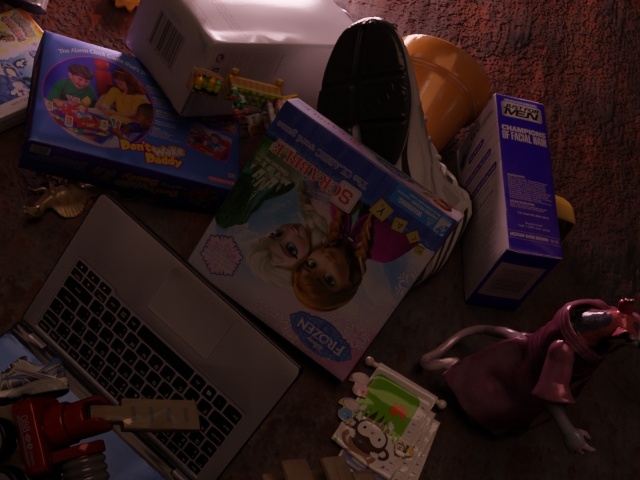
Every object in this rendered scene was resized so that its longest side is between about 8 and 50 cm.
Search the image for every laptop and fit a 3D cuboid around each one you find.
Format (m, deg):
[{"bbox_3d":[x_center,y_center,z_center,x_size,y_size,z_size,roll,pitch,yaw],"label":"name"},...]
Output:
[{"bbox_3d":[-0.312,0.218,1.335,0.382,0.408,0.236,41,21,10],"label":"laptop"}]

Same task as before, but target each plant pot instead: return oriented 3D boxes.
[{"bbox_3d":[0.182,-0.239,1.829,0.205,0.205,0.188,29,69,2],"label":"plant pot"},{"bbox_3d":[0.420,-0.044,1.839,0.082,0.081,0.083,22,44,-3],"label":"plant pot"}]

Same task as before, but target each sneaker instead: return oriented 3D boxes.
[{"bbox_3d":[0.135,-0.143,1.683,0.257,0.169,0.447,-12,98,-58],"label":"sneaker"},{"bbox_3d":[-0.401,0.185,1.318,0.135,0.052,0.058,-7,67,-6],"label":"sneaker"}]

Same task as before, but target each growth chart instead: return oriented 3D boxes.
[{"bbox_3d":[0.100,0.302,1.539,0.172,0.021,0.237,24,53,0],"label":"growth chart"}]

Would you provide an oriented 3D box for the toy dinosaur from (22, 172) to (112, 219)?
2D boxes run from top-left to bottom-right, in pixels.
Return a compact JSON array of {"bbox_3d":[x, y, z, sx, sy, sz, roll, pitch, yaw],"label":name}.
[{"bbox_3d":[-0.407,-0.083,1.619,0.183,0.053,0.092,-19,80,-29],"label":"toy dinosaur"}]

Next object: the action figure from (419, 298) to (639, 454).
[{"bbox_3d":[0.364,0.159,1.501,0.248,0.370,0.275,-35,75,-32],"label":"action figure"}]

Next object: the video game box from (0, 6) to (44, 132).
[{"bbox_3d":[-0.537,-0.294,1.707,0.187,0.048,0.205,-31,72,-35],"label":"video game box"}]

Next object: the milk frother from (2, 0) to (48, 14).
[{"bbox_3d":[-0.504,-0.477,1.812,0.143,0.129,0.134,18,85,-39],"label":"milk frother"}]

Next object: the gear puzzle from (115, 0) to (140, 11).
[{"bbox_3d":[-0.287,-0.539,1.959,0.175,0.044,0.339,37,57,6],"label":"gear puzzle"}]

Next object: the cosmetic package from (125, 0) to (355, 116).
[{"bbox_3d":[-0.113,-0.342,1.735,0.385,0.156,0.217,-6,49,-43],"label":"cosmetic package"}]

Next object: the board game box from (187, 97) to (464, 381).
[{"bbox_3d":[0.000,0.000,1.535,0.319,0.318,0.066,36,19,8],"label":"board game box"}]

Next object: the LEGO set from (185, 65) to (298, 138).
[{"bbox_3d":[-0.095,-0.182,1.598,0.132,0.287,0.107,-21,59,14],"label":"LEGO set"}]

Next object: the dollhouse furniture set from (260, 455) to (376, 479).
[{"bbox_3d":[-0.010,0.406,1.321,0.242,0.212,0.161,8,49,-46],"label":"dollhouse furniture set"}]

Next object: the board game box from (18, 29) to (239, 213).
[{"bbox_3d":[-0.307,-0.193,1.655,0.347,0.078,0.233,14,53,-23],"label":"board game box"}]

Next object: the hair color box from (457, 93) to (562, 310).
[{"bbox_3d":[0.327,-0.069,1.757,0.110,0.185,0.338,9,56,-13],"label":"hair color box"}]

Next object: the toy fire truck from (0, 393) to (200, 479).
[{"bbox_3d":[-0.280,0.289,1.249,0.246,0.158,0.217,-19,77,9],"label":"toy fire truck"}]
